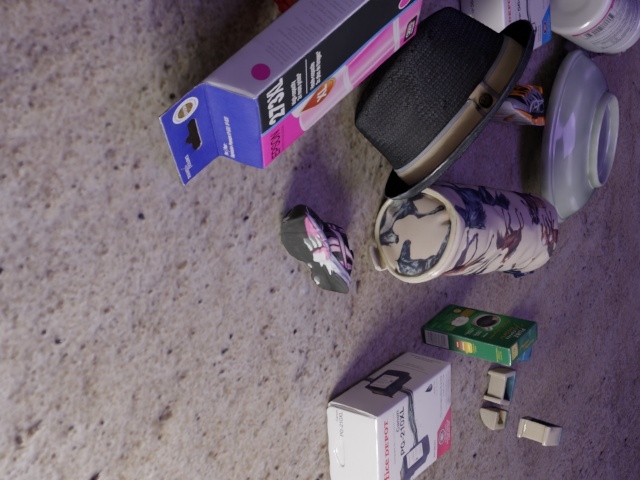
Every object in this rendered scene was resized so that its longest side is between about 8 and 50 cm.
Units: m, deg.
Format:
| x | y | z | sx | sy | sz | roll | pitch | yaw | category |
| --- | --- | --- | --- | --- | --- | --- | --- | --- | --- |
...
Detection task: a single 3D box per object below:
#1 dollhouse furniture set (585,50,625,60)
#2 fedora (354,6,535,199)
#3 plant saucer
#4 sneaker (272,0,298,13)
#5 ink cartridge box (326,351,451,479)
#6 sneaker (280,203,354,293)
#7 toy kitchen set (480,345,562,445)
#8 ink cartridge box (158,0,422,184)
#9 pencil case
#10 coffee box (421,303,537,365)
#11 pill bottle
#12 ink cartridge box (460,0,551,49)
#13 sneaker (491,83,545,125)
| x | y | z | sx | sy | sz | roll | pitch | yaw | category |
| --- | --- | --- | --- | --- | --- | --- | --- | --- | --- |
| 0.687 | -0.494 | 1.868 | 0.091 | 0.081 | 0.114 | -23 | 116 | -47 | dollhouse furniture set |
| 0.162 | -0.228 | 1.176 | 0.152 | 0.334 | 0.334 | 37 | 64 | -10 | fedora |
| 0.606 | -0.232 | 1.774 | 0.400 | 0.100 | 0.400 | -22 | 117 | -55 | plant saucer |
| -0.023 | -0.309 | 1.010 | 0.087 | 0.128 | 0.221 | -41 | 169 | -8 | sneaker |
| 0.123 | 0.316 | 1.325 | 0.237 | 0.100 | 0.172 | -21 | 114 | -48 | ink cartridge box |
| 0.000 | 0.000 | 1.136 | 0.178 | 0.072 | 0.077 | 62 | 39 | -49 | sneaker |
| 0.463 | 0.324 | 1.704 | 0.122 | 0.166 | 0.207 | 11 | 90 | -52 | toy kitchen set |
| -0.019 | -0.202 | 0.909 | 0.371 | 0.069 | 0.176 | -41 | 166 | -14 | ink cartridge box |
| 0.261 | -0.009 | 1.367 | 0.410 | 0.160 | 0.183 | 0 | 140 | -49 | pencil case |
| 0.293 | 0.172 | 1.439 | 0.113 | 0.184 | 0.040 | -30 | 119 | -45 | coffee box |
| 0.593 | -0.498 | 1.683 | 0.283 | 0.160 | 0.160 | 1 | 97 | -52 | pill bottle |
| 0.349 | -0.420 | 1.453 | 0.203 | 0.086 | 0.148 | -36 | 125 | -43 | ink cartridge box |
| 0.396 | -0.274 | 1.555 | 0.215 | 0.084 | 0.083 | -12 | 109 | -61 | sneaker |
